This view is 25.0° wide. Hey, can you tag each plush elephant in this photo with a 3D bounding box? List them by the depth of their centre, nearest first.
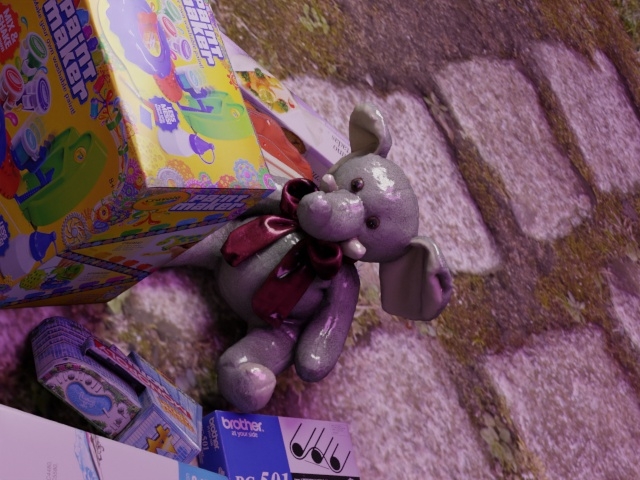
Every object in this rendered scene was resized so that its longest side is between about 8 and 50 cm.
[{"bbox_3d":[0.000,0.000,1.608,0.330,0.255,0.272,-11,65,-48],"label":"plush elephant"}]

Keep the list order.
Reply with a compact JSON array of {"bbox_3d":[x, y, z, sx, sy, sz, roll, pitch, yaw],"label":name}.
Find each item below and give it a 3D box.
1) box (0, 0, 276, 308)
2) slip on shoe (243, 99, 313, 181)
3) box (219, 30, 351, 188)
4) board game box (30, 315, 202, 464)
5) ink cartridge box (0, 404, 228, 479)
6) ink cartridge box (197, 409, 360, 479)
[{"bbox_3d":[-0.235,-0.119,1.442,0.177,0.279,0.290,-1,65,-50],"label":"box"},{"bbox_3d":[-0.125,-0.132,1.719,0.331,0.123,0.101,40,33,-32],"label":"slip on shoe"},{"bbox_3d":[-0.043,-0.142,1.858,0.324,0.067,0.063,39,41,-25],"label":"box"},{"bbox_3d":[-0.186,0.158,1.397,0.194,0.060,0.194,43,0,-21],"label":"board game box"},{"bbox_3d":[-0.239,0.285,1.217,0.270,0.198,0.197,26,48,-37],"label":"ink cartridge box"},{"bbox_3d":[-0.044,0.247,1.596,0.207,0.046,0.097,12,56,-44],"label":"ink cartridge box"}]
